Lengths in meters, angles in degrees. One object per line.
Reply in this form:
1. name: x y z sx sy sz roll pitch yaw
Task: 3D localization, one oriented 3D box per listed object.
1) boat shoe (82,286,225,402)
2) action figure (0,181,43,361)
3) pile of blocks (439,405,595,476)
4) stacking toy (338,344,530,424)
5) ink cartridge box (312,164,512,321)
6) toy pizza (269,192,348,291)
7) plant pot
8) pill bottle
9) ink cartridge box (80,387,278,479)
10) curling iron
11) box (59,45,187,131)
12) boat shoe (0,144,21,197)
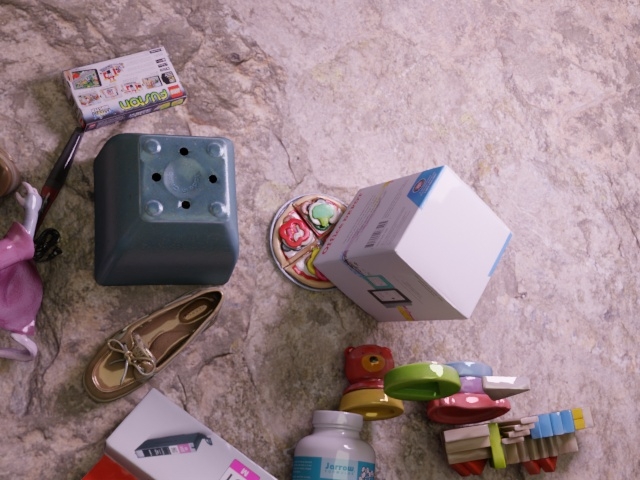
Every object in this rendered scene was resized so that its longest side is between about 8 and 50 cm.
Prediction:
1. boat shoe: -0.289 0.170 1.456 0.285 0.089 0.104 -41 91 -24
2. action figure: -0.551 0.042 1.244 0.248 0.370 0.276 4 83 -10
3. pile of blocks: 0.395 0.395 1.603 0.362 0.149 0.113 -4 76 -21
4. stacking toy: 0.205 0.236 1.520 0.309 0.279 0.130 7 62 -16
5. ink cartridge box: 0.164 0.016 1.543 0.197 0.270 0.198 42 65 -21
6. toy pizza: 0.000 0.000 1.637 0.201 0.032 0.201 5 73 -18
7. plant pot: -0.254 -0.068 1.448 0.247 0.252 0.248 1 75 -20
8. pill bottle: 0.020 0.435 1.460 0.146 0.146 0.264 10 72 -17
9. ink cartridge box: -0.244 0.414 1.366 0.275 0.060 0.239 35 51 6
10. curling iron: -0.470 -0.082 1.497 0.068 0.035 0.274 26 61 -34
11. box: -0.369 -0.287 1.575 0.207 0.036 0.114 -22 83 -29
12. boat shoe: -0.660 -0.193 1.420 0.121 0.110 0.341 -44 98 4
